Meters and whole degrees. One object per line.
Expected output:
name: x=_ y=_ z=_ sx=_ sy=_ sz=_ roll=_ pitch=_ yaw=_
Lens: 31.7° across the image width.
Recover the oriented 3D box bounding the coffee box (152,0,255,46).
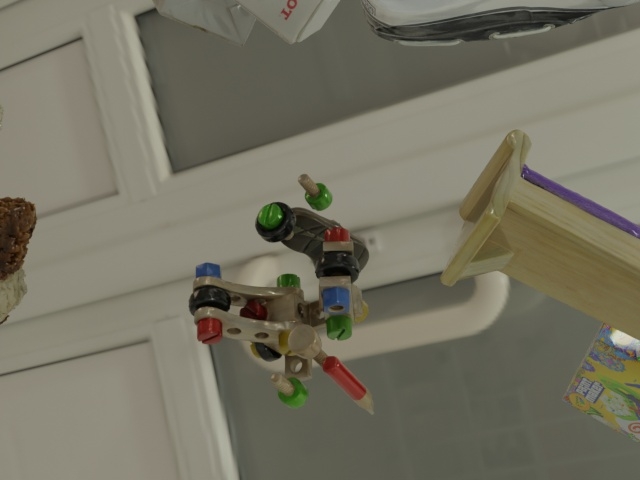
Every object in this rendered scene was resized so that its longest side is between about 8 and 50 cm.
coffee box: x=-0.188 y=-0.400 z=1.781 sx=0.141 sy=0.098 sz=0.246 roll=20 pitch=16 yaw=-22

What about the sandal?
sandal: x=0.000 y=0.000 z=1.742 sx=0.219 sy=0.090 sz=0.060 roll=33 pitch=24 yaw=-45

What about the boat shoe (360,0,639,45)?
boat shoe: x=0.187 y=-0.234 z=1.035 sx=0.102 sy=0.301 sz=0.108 roll=71 pitch=9 yaw=-72

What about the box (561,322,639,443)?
box: x=0.524 y=0.186 z=1.600 sx=0.177 sy=0.279 sz=0.290 roll=-57 pitch=166 yaw=-19

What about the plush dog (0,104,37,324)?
plush dog: x=-0.395 y=-0.009 z=1.169 sx=0.225 sy=0.262 sz=0.210 roll=46 pitch=55 yaw=7

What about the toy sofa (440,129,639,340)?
toy sofa: x=0.327 y=0.021 z=1.187 sx=0.362 sy=0.150 sz=0.177 roll=27 pitch=58 yaw=1

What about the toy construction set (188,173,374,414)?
toy construction set: x=-0.009 y=0.127 z=1.559 sx=0.237 sy=0.257 sz=0.309 roll=50 pitch=7 yaw=-48

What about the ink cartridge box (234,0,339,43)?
ink cartridge box: x=-0.079 y=-0.455 z=1.562 sx=0.306 sy=0.226 sz=0.131 roll=38 pitch=27 yaw=1
